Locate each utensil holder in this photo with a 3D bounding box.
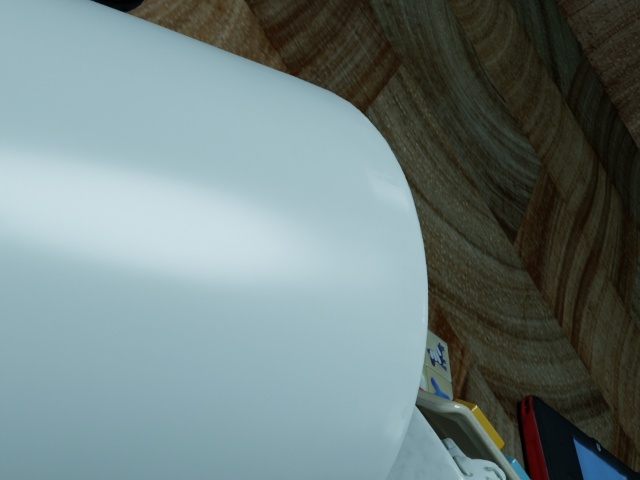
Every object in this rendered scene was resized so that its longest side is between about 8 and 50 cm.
[{"bbox_3d":[-0.185,0.019,0.581,0.385,0.327,0.327,11,57,-40],"label":"utensil holder"}]

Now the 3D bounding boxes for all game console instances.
[{"bbox_3d":[0.402,0.422,1.608,0.386,0.060,0.342,38,38,-41],"label":"game console"}]

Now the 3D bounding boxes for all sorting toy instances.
[{"bbox_3d":[0.141,0.208,1.208,0.038,0.193,0.208,-48,114,-16],"label":"sorting toy"}]

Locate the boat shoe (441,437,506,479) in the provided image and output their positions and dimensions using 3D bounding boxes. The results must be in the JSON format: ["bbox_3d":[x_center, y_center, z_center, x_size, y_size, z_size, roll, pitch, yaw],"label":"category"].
[{"bbox_3d":[0.129,0.220,1.025,0.083,0.076,0.226,67,-12,-20],"label":"boat shoe"}]

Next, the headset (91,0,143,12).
[{"bbox_3d":[-0.157,-0.337,1.111,0.185,0.243,0.394,60,7,-19],"label":"headset"}]

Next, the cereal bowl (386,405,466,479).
[{"bbox_3d":[0.043,0.264,0.959,0.339,0.141,0.339,57,-13,21],"label":"cereal bowl"}]

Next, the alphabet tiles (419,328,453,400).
[{"bbox_3d":[0.056,0.121,1.318,0.342,0.011,0.285,37,39,-41],"label":"alphabet tiles"}]
